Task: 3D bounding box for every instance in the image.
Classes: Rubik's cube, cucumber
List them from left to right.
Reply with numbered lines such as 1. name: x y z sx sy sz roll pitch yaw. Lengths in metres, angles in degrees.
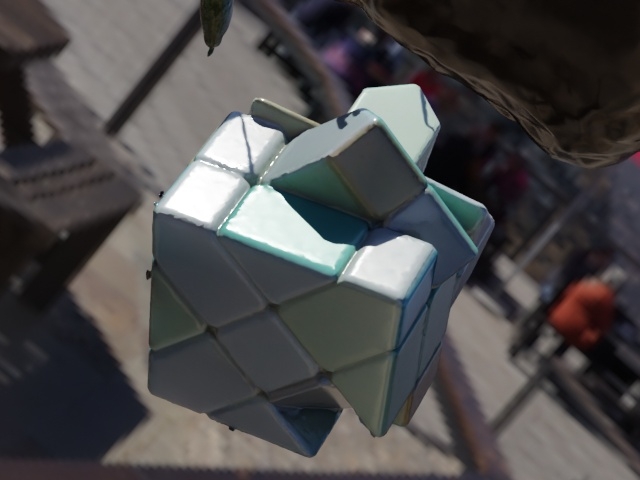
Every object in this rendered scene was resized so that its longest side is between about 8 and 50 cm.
1. cucumber: -0.104 -0.254 1.944 0.037 0.155 0.037 6 41 -5
2. Rubik's cube: 0.000 0.000 1.317 0.224 0.265 0.213 22 45 14

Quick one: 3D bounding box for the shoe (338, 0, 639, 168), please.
1. shoe: 0.060 -0.138 0.603 0.171 0.384 0.237 7 71 -78
